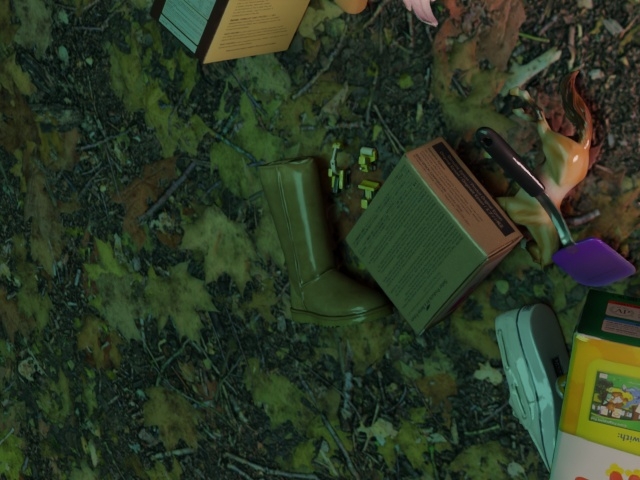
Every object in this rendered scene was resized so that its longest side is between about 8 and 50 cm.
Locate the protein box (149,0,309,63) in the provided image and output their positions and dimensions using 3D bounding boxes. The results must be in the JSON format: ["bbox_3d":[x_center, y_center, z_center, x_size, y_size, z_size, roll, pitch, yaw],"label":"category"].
[{"bbox_3d":[-0.119,-0.399,1.732,0.136,0.200,0.201,43,127,21],"label":"protein box"}]

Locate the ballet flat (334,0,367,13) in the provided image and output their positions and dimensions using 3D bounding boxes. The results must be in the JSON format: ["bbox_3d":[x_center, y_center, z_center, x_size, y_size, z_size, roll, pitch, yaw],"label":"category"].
[{"bbox_3d":[0.030,-0.450,1.667,0.073,0.080,0.232,-8,99,62],"label":"ballet flat"}]

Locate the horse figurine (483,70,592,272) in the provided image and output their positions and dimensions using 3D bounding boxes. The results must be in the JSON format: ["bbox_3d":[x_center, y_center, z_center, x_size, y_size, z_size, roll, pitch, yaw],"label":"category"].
[{"bbox_3d":[0.301,-0.099,1.566,0.174,0.066,0.263,46,129,25],"label":"horse figurine"}]

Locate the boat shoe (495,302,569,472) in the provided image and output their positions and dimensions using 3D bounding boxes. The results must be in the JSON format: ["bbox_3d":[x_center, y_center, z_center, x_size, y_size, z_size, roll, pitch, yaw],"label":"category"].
[{"bbox_3d":[0.313,0.226,1.639,0.088,0.096,0.268,-16,92,46],"label":"boat shoe"}]

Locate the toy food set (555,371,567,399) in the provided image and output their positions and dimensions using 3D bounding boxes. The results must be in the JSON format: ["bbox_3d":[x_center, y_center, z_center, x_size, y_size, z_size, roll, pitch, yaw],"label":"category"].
[{"bbox_3d":[0.396,0.274,1.565,0.232,0.111,0.104,47,130,0],"label":"toy food set"}]

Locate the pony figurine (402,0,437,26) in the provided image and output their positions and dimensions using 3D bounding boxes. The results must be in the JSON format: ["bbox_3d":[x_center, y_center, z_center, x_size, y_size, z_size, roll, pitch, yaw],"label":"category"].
[{"bbox_3d":[0.056,-0.484,1.505,0.363,0.303,0.351,5,87,11],"label":"pony figurine"}]

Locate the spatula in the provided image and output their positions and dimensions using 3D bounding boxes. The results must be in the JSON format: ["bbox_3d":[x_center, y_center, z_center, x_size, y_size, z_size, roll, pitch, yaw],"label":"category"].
[{"bbox_3d":[0.304,-0.042,1.524,0.084,0.030,0.296,-29,108,42],"label":"spatula"}]

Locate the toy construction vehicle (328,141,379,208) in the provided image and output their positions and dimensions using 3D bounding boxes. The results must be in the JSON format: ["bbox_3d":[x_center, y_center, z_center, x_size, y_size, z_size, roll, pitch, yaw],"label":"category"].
[{"bbox_3d":[0.052,-0.101,1.793,0.086,0.035,0.098,17,114,35],"label":"toy construction vehicle"}]

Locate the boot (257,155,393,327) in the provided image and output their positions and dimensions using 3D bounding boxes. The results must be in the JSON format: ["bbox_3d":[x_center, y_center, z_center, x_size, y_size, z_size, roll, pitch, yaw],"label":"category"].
[{"bbox_3d":[0.000,0.000,1.822,0.236,0.089,0.270,-3,101,48],"label":"boot"}]

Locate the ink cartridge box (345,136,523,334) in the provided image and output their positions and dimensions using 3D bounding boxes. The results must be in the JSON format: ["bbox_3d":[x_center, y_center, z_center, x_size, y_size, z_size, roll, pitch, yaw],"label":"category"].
[{"bbox_3d":[0.160,-0.004,1.667,0.193,0.088,0.235,52,143,14],"label":"ink cartridge box"}]

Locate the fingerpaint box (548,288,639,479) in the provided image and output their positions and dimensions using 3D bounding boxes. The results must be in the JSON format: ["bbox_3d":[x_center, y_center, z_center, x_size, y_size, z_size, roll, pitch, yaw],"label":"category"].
[{"bbox_3d":[0.506,0.291,1.370,0.444,0.163,0.371,10,111,16],"label":"fingerpaint box"}]
